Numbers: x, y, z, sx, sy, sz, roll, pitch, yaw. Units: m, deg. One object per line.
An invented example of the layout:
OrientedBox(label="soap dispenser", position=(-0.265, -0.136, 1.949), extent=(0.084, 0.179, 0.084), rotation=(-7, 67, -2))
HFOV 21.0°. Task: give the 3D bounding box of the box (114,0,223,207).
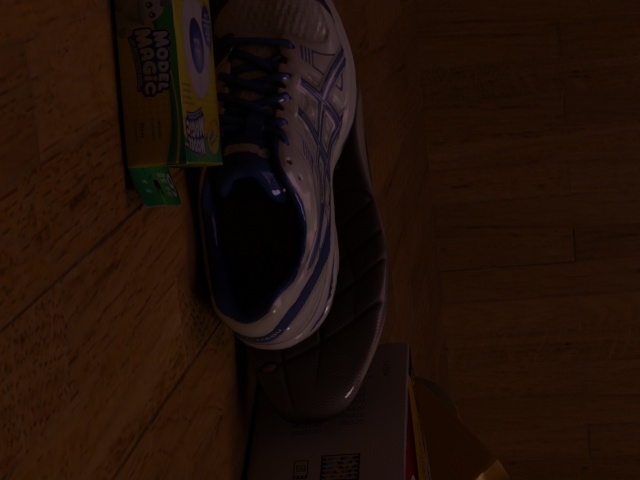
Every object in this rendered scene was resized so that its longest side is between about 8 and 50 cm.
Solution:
OrientedBox(label="box", position=(-0.095, -0.110, 1.075), extent=(0.105, 0.043, 0.179), rotation=(-17, 105, -81))

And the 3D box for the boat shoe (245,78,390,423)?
OrientedBox(label="boat shoe", position=(0.000, 0.000, 1.398), extent=(0.116, 0.123, 0.324), rotation=(73, 17, -63))

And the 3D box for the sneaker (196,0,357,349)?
OrientedBox(label="sneaker", position=(-0.034, -0.072, 1.229), extent=(0.131, 0.112, 0.296), rotation=(23, 63, -80))

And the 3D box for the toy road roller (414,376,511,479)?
OrientedBox(label="toy road roller", position=(0.125, 0.344, 1.957), extent=(0.329, 0.240, 0.202), rotation=(48, -9, 26))

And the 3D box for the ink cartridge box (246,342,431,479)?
OrientedBox(label="ink cartridge box", position=(0.032, 0.247, 1.446), extent=(0.272, 0.130, 0.309), rotation=(-85, 167, -53))
